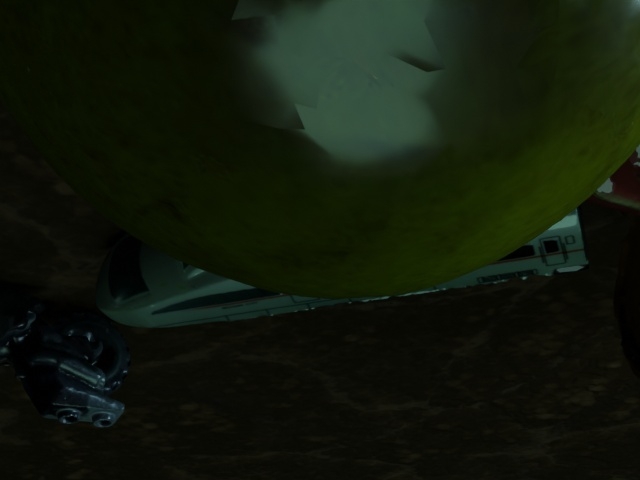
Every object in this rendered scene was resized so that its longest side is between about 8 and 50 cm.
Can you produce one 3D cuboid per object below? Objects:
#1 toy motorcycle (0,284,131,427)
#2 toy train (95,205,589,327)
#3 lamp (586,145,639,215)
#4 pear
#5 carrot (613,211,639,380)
[{"bbox_3d":[-0.297,0.120,1.291,0.270,0.159,0.106,11,146,-22],"label":"toy motorcycle"},{"bbox_3d":[0.000,0.000,1.165,0.407,0.086,0.088,-9,153,12],"label":"toy train"},{"bbox_3d":[0.244,-0.086,0.934,0.274,0.177,0.177,13,148,-28],"label":"lamp"},{"bbox_3d":[0.010,-0.143,0.655,0.352,0.352,0.413,-2,143,-2],"label":"pear"},{"bbox_3d":[0.422,0.035,1.142,0.341,0.224,0.224,10,150,-11],"label":"carrot"}]
